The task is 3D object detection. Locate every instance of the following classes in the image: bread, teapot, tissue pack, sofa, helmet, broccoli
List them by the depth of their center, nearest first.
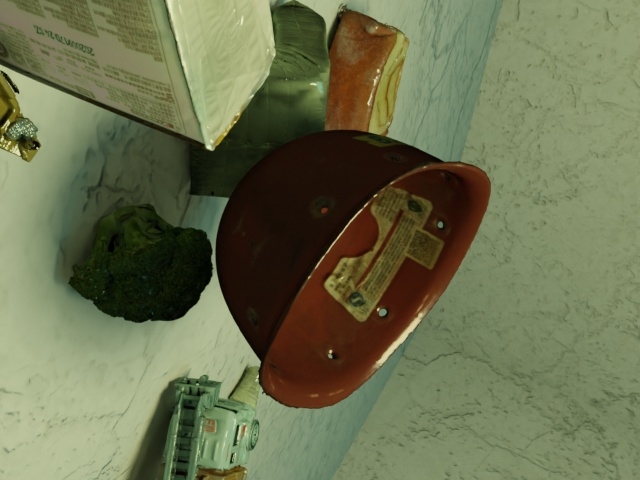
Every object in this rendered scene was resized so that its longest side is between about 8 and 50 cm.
[{"bbox_3d":[-0.158,-0.193,0.541,0.124,0.225,0.185,-59,160,-27],"label":"tissue pack"},{"bbox_3d":[-0.198,0.031,0.857,0.162,0.138,0.146,-25,163,-19],"label":"broccoli"},{"bbox_3d":[0.000,0.000,0.898,0.385,0.230,0.338,0,125,-56],"label":"helmet"},{"bbox_3d":[-0.083,-0.190,1.037,0.225,0.175,0.210,-93,-173,-48],"label":"sofa"},{"bbox_3d":[0.072,-0.279,1.336,0.190,0.123,0.244,-49,153,-45],"label":"bread"},{"bbox_3d":[-0.140,0.289,1.502,0.067,0.057,0.083,-21,-141,59],"label":"teapot"}]

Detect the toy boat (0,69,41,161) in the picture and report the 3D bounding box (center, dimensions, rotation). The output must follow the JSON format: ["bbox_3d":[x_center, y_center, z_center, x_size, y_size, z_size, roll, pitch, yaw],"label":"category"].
[{"bbox_3d":[-0.266,-0.112,0.608,0.047,0.048,0.149,-62,162,-23],"label":"toy boat"}]

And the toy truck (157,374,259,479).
[{"bbox_3d":[-0.195,0.385,1.212,0.184,0.132,0.339,46,53,-75],"label":"toy truck"}]
